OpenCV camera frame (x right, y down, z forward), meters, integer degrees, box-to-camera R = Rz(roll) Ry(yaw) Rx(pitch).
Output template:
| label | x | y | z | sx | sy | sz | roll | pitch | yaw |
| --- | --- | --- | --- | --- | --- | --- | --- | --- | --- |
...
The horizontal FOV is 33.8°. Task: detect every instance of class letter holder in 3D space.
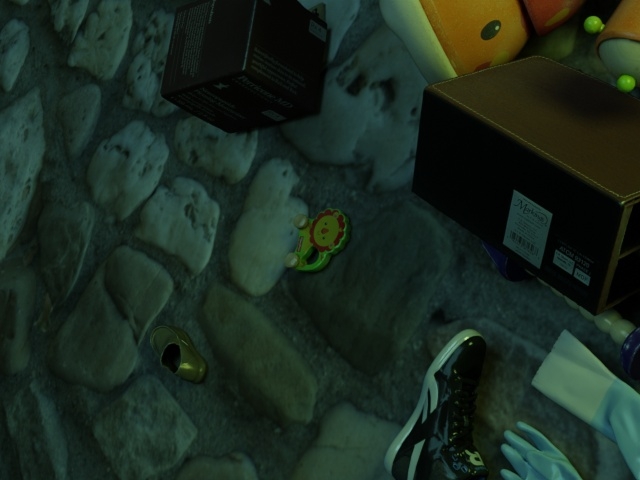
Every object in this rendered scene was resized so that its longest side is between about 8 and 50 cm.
| label | x | y | z | sx | sy | sz | roll | pitch | yaw |
| --- | --- | --- | --- | --- | --- | --- | --- | --- | --- |
| letter holder | 0.291 | -0.083 | 1.243 | 0.302 | 0.214 | 0.152 | 38 | 138 | 39 |

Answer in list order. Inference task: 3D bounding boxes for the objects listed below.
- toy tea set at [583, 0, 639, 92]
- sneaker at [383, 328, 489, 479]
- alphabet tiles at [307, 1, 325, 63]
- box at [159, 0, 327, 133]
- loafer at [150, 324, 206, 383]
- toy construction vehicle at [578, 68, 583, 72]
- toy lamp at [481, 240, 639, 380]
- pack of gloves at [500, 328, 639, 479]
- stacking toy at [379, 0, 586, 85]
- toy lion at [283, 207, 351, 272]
| label | x | y | z | sx | sy | sz | roll | pitch | yaw |
| --- | --- | --- | --- | --- | --- | --- | --- | --- | --- |
| toy tea set | 0.445 | -0.172 | 1.116 | 0.336 | 0.200 | 0.124 | 17 | 76 | 40 |
| sneaker | 0.174 | 0.227 | 1.285 | 0.121 | 0.079 | 0.217 | 37 | 107 | 42 |
| alphabet tiles | -0.084 | -0.314 | 1.807 | 0.237 | 0.009 | 0.198 | -19 | 60 | 36 |
| box | -0.124 | -0.294 | 1.708 | 0.203 | 0.168 | 0.167 | -8 | 66 | 42 |
| loafer | -0.238 | 0.178 | 1.705 | 0.148 | 0.050 | 0.056 | 33 | 96 | 46 |
| toy construction vehicle | 0.330 | -0.158 | 1.335 | 0.086 | 0.035 | 0.098 | -43 | 46 | 11 |
| toy lamp | 0.292 | 0.055 | 1.243 | 0.275 | 0.080 | 0.080 | 41 | 102 | 44 |
| pack of gloves | 0.310 | 0.245 | 1.181 | 0.232 | 0.046 | 0.195 | 47 | 117 | 47 |
| stacking toy | 0.300 | -0.412 | 1.323 | 0.480 | 0.350 | 0.350 | -22 | 57 | 17 |
| toy lion | 0.000 | 0.000 | 1.577 | 0.096 | 0.034 | 0.100 | 5 | 76 | 37 |
